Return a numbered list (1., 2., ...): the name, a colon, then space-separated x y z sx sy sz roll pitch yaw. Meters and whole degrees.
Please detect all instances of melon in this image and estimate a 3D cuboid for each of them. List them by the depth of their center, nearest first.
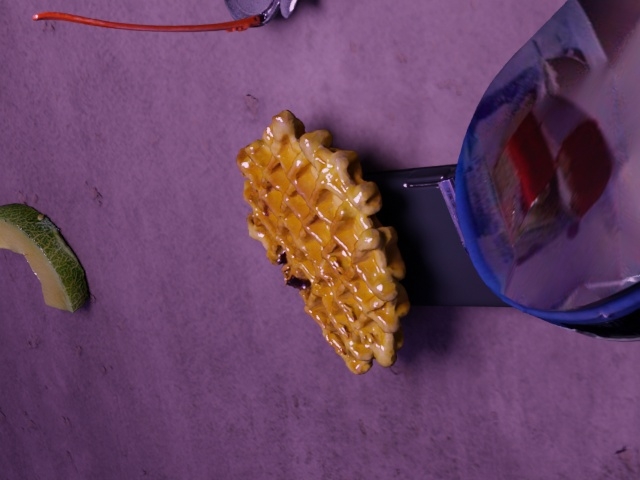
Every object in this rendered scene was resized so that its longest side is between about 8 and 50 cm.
1. melon: -0.438 0.021 1.434 0.118 0.064 0.210 -27 99 42

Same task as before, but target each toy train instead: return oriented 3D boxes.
1. toy train: 0.142 -0.024 0.924 0.017 0.017 0.083 -16 102 34

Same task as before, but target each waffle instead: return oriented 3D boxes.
1. waffle: 0.002 0.000 1.035 0.283 0.065 0.310 14 121 57

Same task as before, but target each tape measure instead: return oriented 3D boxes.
1. tape measure: 0.242 -0.047 0.751 0.262 0.138 0.259 -42 46 39

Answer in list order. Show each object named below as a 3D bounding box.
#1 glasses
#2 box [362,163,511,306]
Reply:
1. glasses: -0.156 -0.311 0.891 0.118 0.268 0.234 3 108 46
2. box: 0.140 -0.003 0.984 0.230 0.050 0.160 -2 113 39
